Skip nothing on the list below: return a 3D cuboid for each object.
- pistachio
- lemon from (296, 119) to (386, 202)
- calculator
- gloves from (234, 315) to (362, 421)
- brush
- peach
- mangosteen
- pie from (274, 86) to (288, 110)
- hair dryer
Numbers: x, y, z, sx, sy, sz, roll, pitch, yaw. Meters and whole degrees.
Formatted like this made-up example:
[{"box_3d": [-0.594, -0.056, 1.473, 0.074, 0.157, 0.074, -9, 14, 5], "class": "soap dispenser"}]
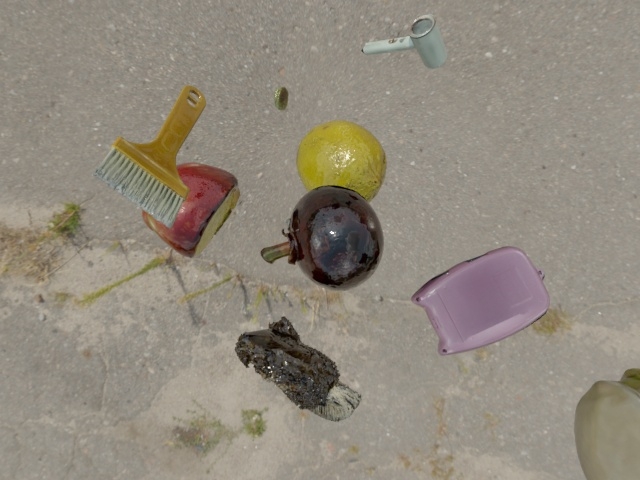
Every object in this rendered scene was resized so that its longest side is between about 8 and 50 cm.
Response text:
[{"box_3d": [0.544, 0.363, 0.710, 0.166, 0.197, 0.288, -21, 110, -15], "class": "pistachio"}, {"box_3d": [0.058, -0.229, 1.254, 0.257, 0.310, 0.258, -28, 144, -23], "class": "lemon"}, {"box_3d": [0.370, 0.133, 0.940, 0.294, 0.043, 0.194, -26, 80, 4], "class": "calculator"}, {"box_3d": [-0.056, 0.290, 0.955, 0.135, 0.210, 0.312, -49, 123, -7], "class": "gloves"}, {"box_3d": [-0.200, -0.137, 0.557, 0.013, 0.272, 0.103, -29, 127, 30], "class": "brush"}, {"box_3d": [-0.359, -0.105, 1.189, 0.275, 0.248, 0.245, -49, 117, -16], "class": "peach"}, {"box_3d": [0.000, 0.000, 0.894, 0.261, 0.235, 0.236, -14, 105, -10], "class": "mangosteen"}, {"box_3d": [-0.141, -0.515, 1.512, 0.019, 0.084, 0.085, 16, 105, 27], "class": "pie"}, {"box_3d": [0.221, -0.533, 1.156, 0.236, 0.131, 0.073, 7, 72, 34], "class": "hair dryer"}]
